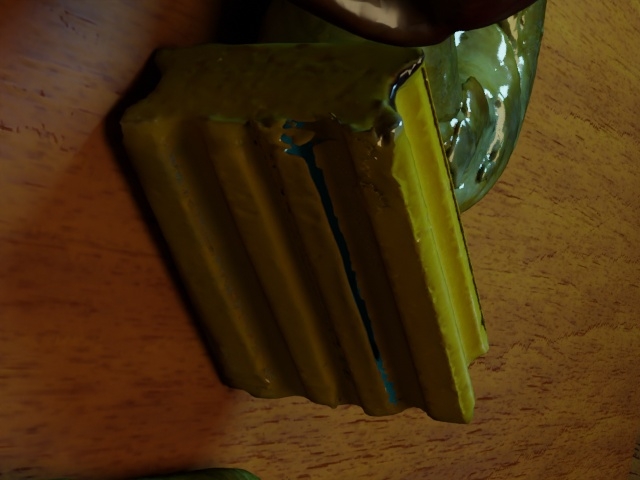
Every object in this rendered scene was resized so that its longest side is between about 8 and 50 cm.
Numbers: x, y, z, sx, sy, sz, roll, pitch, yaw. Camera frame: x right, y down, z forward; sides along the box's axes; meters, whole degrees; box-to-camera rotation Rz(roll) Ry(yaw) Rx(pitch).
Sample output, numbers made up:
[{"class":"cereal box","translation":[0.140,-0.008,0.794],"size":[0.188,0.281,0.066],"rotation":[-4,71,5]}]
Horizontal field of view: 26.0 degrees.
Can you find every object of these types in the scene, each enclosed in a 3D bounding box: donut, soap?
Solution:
[{"class":"donut","translation":[0.068,-0.182,1.095],"size":[0.360,0.170,0.360],"rotation":[-32,126,-59]},{"class":"soap","translation":[0.000,0.000,0.997],"size":[0.324,0.204,0.096],"rotation":[72,29,-46]}]

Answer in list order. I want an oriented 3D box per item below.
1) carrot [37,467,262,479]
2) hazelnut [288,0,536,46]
[{"class":"carrot","translation":[-0.124,0.198,0.984],"size":[0.358,0.074,0.074],"rotation":[13,89,-67]},{"class":"hazelnut","translation":[0.030,-0.323,0.741],"size":[0.429,0.402,0.402],"rotation":[-71,156,-44]}]
